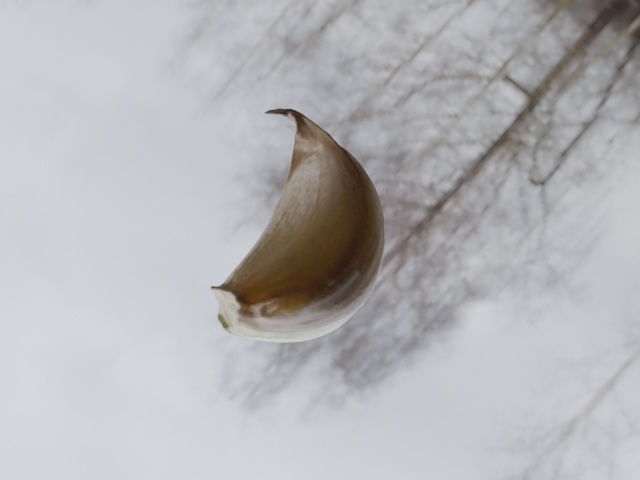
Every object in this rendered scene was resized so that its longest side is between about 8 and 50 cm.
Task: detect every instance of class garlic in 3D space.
[{"bbox_3d":[-0.002,0.004,1.229,0.128,0.206,0.115,8,153,18],"label":"garlic"}]
